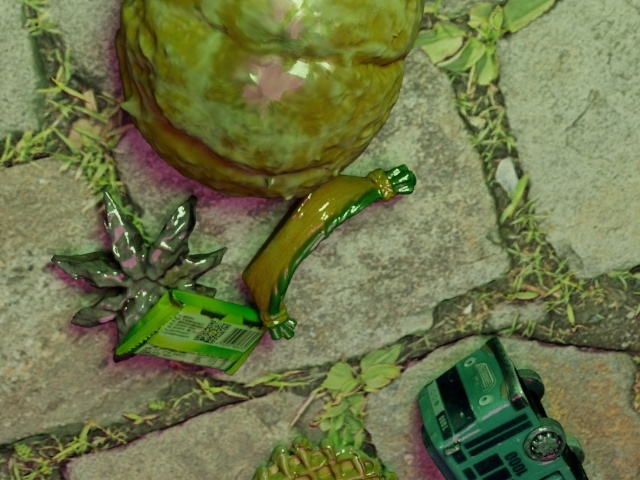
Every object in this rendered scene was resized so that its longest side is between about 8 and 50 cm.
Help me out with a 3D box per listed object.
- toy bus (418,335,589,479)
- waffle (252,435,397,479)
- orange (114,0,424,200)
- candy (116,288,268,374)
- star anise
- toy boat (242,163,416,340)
[{"bbox_3d":[0.219,0.250,1.400,0.147,0.128,0.256,-31,117,9],"label":"toy bus"},{"bbox_3d":[-0.005,0.311,1.448,0.169,0.036,0.183,27,110,-15],"label":"waffle"},{"bbox_3d":[-0.047,-0.196,1.110,0.271,0.210,0.368,17,114,-4],"label":"orange"},{"bbox_3d":[-0.122,0.097,1.295,0.102,0.032,0.178,-44,145,22],"label":"candy"},{"bbox_3d":[-0.187,0.037,1.278,0.181,0.061,0.204,40,105,-22],"label":"star anise"},{"bbox_3d":[0.000,0.000,1.271,0.088,0.089,0.229,37,102,-7],"label":"toy boat"}]
